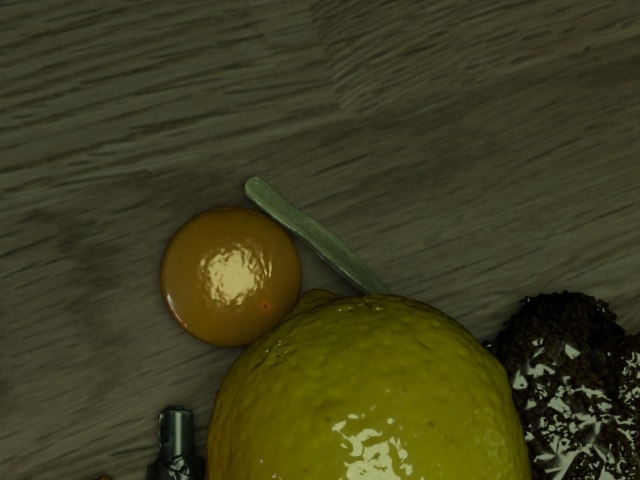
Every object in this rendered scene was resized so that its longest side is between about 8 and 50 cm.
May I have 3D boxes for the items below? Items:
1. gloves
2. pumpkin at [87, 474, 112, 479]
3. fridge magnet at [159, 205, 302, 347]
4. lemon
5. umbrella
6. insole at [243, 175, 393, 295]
[{"bbox_3d":[0.272,0.197,1.846,0.210,0.135,0.312,-30,87,1],"label":"gloves"},{"bbox_3d":[-0.272,0.378,1.740,0.290,0.258,0.095,-41,109,-3],"label":"pumpkin"},{"bbox_3d":[-0.090,0.036,1.858,0.143,0.063,0.143,0,87,-3],"label":"fridge magnet"},{"bbox_3d":[0.046,0.215,1.738,0.336,0.336,0.336,0,87,-5],"label":"lemon"},{"bbox_3d":[-0.140,0.282,1.847,0.066,0.059,0.235,3,85,-28],"label":"umbrella"},{"bbox_3d":[0.000,0.000,1.871,0.192,0.063,0.010,40,111,0],"label":"insole"}]
